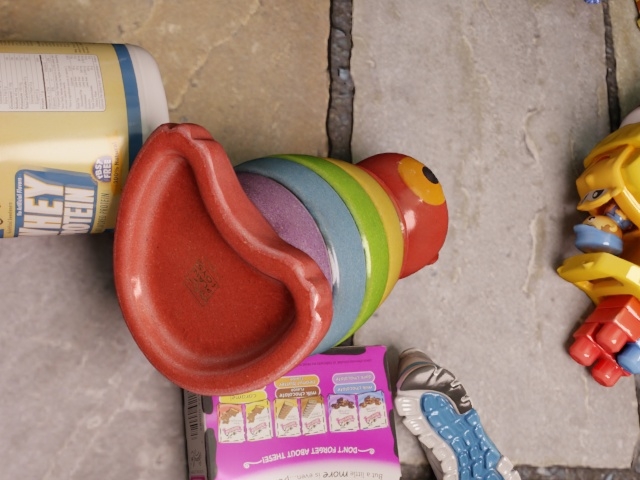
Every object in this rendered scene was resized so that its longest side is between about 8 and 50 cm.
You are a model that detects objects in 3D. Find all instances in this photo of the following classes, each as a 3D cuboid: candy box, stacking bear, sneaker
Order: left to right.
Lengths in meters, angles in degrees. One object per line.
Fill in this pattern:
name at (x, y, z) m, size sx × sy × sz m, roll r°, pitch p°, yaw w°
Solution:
candy box at (-0.018, 0.205, 0.674) m, size 0.159 × 0.071 × 0.233 m, roll 0°, pitch 74°, yaw -22°
stacking bear at (0.000, 0.000, 0.668) m, size 0.175 × 0.164 × 0.289 m, roll 51°, pitch 36°, yaw 16°
sneaker at (0.117, 0.171, 0.742) m, size 0.071 × 0.083 × 0.190 m, roll -24°, pitch 108°, yaw 2°

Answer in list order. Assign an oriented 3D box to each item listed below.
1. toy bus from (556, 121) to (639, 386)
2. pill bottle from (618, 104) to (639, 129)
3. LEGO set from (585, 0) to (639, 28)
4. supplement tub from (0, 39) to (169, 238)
toy bus at (0.308, 0.027, 0.829) m, size 0.211 × 0.149 × 0.220 m, roll -43°, pitch 91°, yaw -10°
pill bottle at (0.413, -0.135, 0.921) m, size 0.180 × 0.108 × 0.108 m, roll -36°, pitch 91°, yaw -26°
LEGO set at (0.368, -0.279, 0.959) m, size 0.227 × 0.087 × 0.093 m, roll -10°, pitch 82°, yaw -30°
supplement tub at (-0.222, -0.073, 0.630) m, size 0.200 × 0.144 × 0.144 m, roll -4°, pitch 77°, yaw -22°
